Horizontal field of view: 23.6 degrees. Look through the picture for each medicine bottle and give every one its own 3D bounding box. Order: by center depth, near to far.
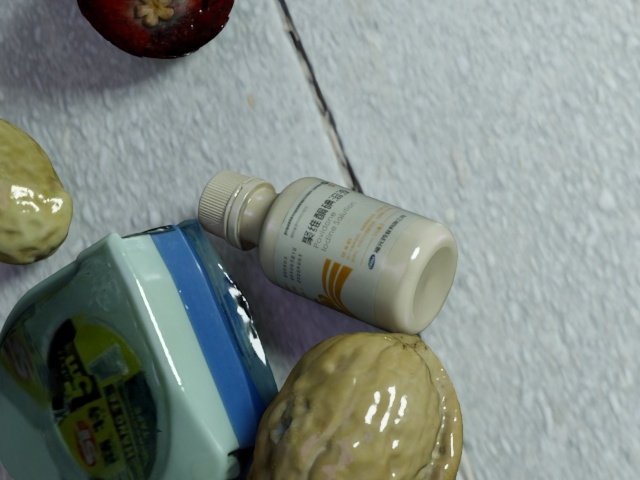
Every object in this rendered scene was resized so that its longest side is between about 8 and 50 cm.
[{"bbox_3d":[0.000,0.000,1.462,0.252,0.114,0.114,22,88,27],"label":"medicine bottle"}]

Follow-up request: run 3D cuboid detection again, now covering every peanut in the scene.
[{"bbox_3d":[-0.394,-0.072,1.641,0.305,0.147,0.147,17,86,21],"label":"peanut"}]

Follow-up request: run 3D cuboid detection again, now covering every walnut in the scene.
[{"bbox_3d":[0.032,0.194,1.365,0.198,0.198,0.245,21,78,25],"label":"walnut"}]

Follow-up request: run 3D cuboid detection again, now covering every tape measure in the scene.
[{"bbox_3d":[-0.193,0.142,1.469,0.262,0.138,0.259,-28,79,27],"label":"tape measure"}]

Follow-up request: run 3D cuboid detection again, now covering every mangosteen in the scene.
[{"bbox_3d":[-0.170,-0.277,1.578,0.166,0.166,0.180,-28,43,15],"label":"mangosteen"}]
